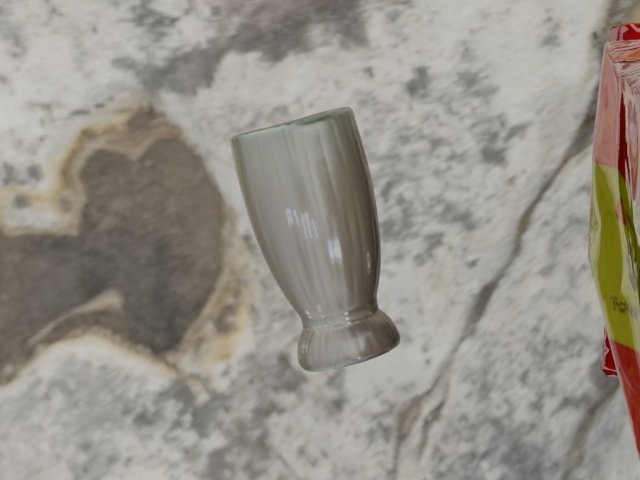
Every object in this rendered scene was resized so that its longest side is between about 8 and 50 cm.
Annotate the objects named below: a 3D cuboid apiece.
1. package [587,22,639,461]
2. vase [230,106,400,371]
[{"bbox_3d":[0.168,0.015,0.618,0.123,0.423,0.196,-2,99,6],"label":"package"},{"bbox_3d":[0.000,0.000,0.675,0.053,0.053,0.101,-12,96,25],"label":"vase"}]
